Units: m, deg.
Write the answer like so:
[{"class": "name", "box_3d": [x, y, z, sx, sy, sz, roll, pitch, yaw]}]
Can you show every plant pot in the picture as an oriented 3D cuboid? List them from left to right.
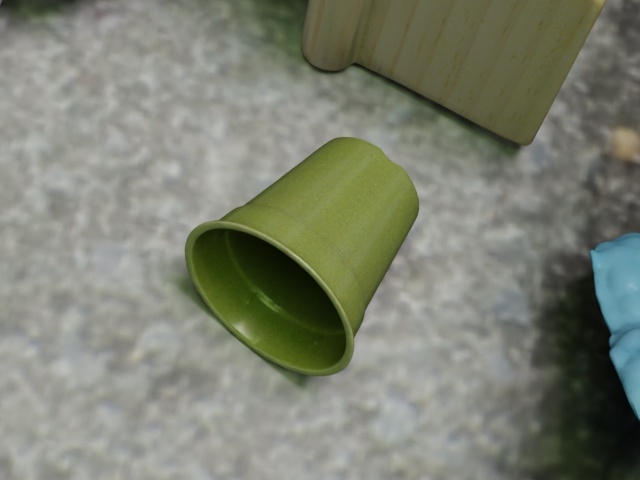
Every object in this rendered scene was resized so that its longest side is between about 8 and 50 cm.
[{"class": "plant pot", "box_3d": [0.000, 0.000, 0.699, 0.083, 0.083, 0.079, 39, 57, 3]}]

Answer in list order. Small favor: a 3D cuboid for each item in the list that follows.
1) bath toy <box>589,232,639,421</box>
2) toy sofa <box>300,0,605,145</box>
[{"class": "bath toy", "box_3d": [0.267, -0.038, 0.643, 0.348, 0.129, 0.151, -39, 74, 14]}, {"class": "toy sofa", "box_3d": [0.100, -0.243, 0.749, 0.177, 0.150, 0.362, 27, 70, 4]}]
